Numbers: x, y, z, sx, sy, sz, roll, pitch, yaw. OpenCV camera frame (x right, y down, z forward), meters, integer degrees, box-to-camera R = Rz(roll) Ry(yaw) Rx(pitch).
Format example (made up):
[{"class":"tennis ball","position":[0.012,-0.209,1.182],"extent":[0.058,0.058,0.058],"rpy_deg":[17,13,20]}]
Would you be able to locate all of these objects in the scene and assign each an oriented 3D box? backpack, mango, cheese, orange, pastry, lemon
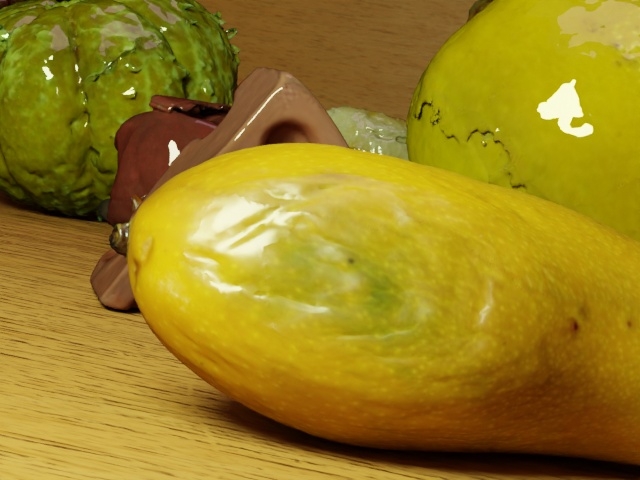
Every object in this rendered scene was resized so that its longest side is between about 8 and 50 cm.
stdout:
[{"class":"backpack","position":[-0.075,-0.050,1.605],"extent":[0.229,0.139,0.229],"rpy_deg":[9,5,-1]},{"class":"mango","position":[0.070,0.039,0.924],"extent":[0.359,0.144,0.187],"rpy_deg":[13,16,-19]},{"class":"cheese","position":[-0.048,-0.034,1.276],"extent":[0.203,0.177,0.128],"rpy_deg":[8,5,-11]},{"class":"orange","position":[-0.229,-0.143,1.811],"extent":[0.300,0.223,0.301],"rpy_deg":[-4,18,2]},{"class":"pastry","position":[0.042,-0.049,1.757],"extent":[0.182,0.093,0.192],"rpy_deg":[-1,-31,34]},{"class":"lemon","position":[0.212,-0.060,1.379],"extent":[0.297,0.297,0.297],"rpy_deg":[9,5,-1]}]

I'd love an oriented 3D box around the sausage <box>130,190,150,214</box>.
[{"class":"sausage","position":[0.000,0.000,1.440],"extent":[0.330,0.102,0.102],"rpy_deg":[6,6,-35]}]

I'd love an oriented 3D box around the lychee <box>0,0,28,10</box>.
[{"class":"lychee","position":[-0.397,-0.190,2.009],"extent":[0.267,0.267,0.267],"rpy_deg":[9,5,-1]}]
